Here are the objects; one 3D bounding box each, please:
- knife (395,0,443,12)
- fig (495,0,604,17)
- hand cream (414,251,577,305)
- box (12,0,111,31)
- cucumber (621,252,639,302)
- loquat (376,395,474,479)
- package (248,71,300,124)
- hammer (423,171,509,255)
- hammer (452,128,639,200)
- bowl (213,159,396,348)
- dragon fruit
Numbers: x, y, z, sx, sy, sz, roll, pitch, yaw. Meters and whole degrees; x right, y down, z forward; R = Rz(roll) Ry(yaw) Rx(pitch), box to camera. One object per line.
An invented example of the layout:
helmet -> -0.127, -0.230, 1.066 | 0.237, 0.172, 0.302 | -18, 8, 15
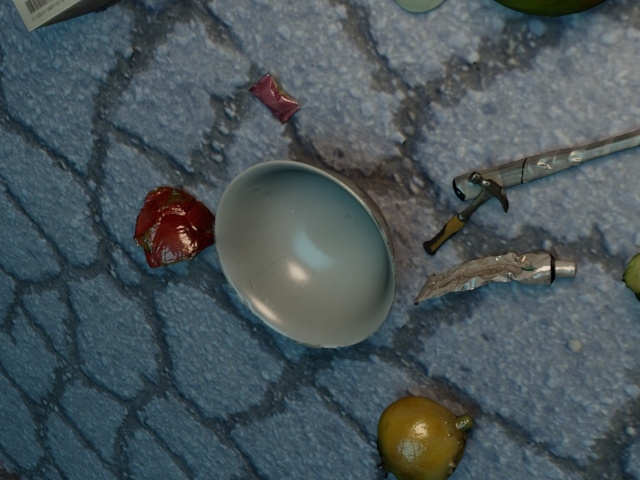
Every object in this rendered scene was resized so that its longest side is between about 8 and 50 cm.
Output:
knife -> 0.083, -0.505, 0.923 | 0.132, 0.038, 0.398 | -18, 105, 34
fig -> 0.255, -0.363, 0.794 | 0.230, 0.207, 0.207 | 4, 118, 28
hand cream -> 0.276, 0.058, 1.103 | 0.257, 0.084, 0.050 | -9, 118, 30
box -> -0.313, -0.440, 1.096 | 0.344, 0.200, 0.065 | -12, 111, 35
cucumber -> 0.536, 0.111, 0.953 | 0.134, 0.134, 0.244 | -29, 108, 39
loquat -> 0.194, 0.372, 1.284 | 0.205, 0.149, 0.172 | -26, 100, 24
package -> -0.077, -0.242, 1.176 | 0.083, 0.029, 0.059 | 47, 134, -11
hammer -> 0.224, -0.031, 1.091 | 0.078, 0.021, 0.201 | 31, 142, -3
hammer -> 0.375, -0.132, 0.958 | 0.427, 0.044, 0.152 | -12, 110, 37
bowl -> 0.000, 0.000, 1.182 | 0.346, 0.157, 0.345 | 14, 123, 23
dragon fruit -> -0.292, -0.036, 1.367 | 0.127, 0.120, 0.161 | -23, 98, 32
